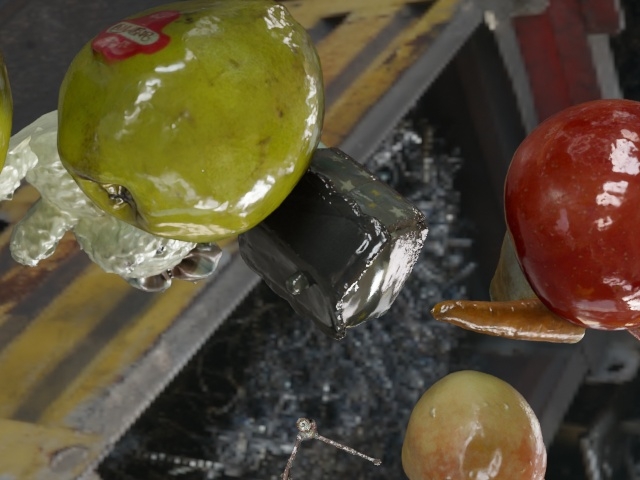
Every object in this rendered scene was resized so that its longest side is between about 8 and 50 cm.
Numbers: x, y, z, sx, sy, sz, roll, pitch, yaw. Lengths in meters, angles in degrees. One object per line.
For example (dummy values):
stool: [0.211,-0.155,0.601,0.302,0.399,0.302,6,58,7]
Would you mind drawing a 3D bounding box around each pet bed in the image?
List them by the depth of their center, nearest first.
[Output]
pet bed: [0.000,0.000,1.603,0.159,0.211,0.183,-16,139,-48]

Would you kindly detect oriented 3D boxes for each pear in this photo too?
pear: [-0.132,-0.157,1.484,0.375,0.287,0.287,-44,126,-34]

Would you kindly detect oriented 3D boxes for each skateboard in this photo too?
skateboard: [0.010,0.204,1.149,0.032,0.083,0.064,65,45,-76]

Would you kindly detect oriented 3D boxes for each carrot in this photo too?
carrot: [0.234,0.096,1.591,0.209,0.061,0.061,4,88,-20]

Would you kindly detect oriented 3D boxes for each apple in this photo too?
apple: [0.335,-0.034,1.419,0.260,0.216,0.260,21,56,-36]

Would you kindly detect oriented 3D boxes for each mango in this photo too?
mango: [0.344,0.031,1.925,0.146,0.316,0.193,6,56,-22]

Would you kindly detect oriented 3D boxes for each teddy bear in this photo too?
teddy bear: [-0.313,-0.022,1.849,0.375,0.327,0.362,-73,142,-70]

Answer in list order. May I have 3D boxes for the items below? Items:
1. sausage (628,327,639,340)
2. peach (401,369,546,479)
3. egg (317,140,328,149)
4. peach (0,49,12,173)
sausage: [0.498,0.168,1.568,0.347,0.053,0.053,36,53,-1]
peach: [0.207,0.302,1.730,0.232,0.232,0.233,-3,94,-54]
egg: [-0.038,-0.080,2.083,0.168,0.168,0.231,-54,126,-38]
peach: [-0.493,-0.147,1.417,0.281,0.314,0.316,-10,104,-26]
